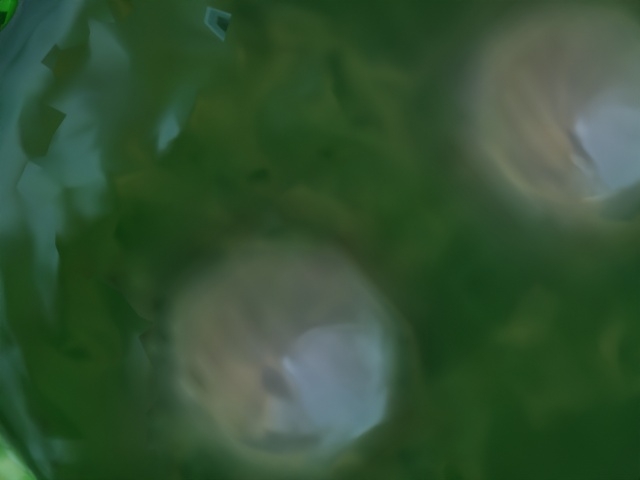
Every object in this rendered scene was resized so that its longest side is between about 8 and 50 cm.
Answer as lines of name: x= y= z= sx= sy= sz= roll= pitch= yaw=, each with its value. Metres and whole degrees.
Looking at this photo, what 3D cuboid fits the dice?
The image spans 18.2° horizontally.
dice: x=0.000 y=0.000 z=0.738 sx=0.300 sy=0.287 sz=0.297 roll=-39 pitch=5 yaw=-11
